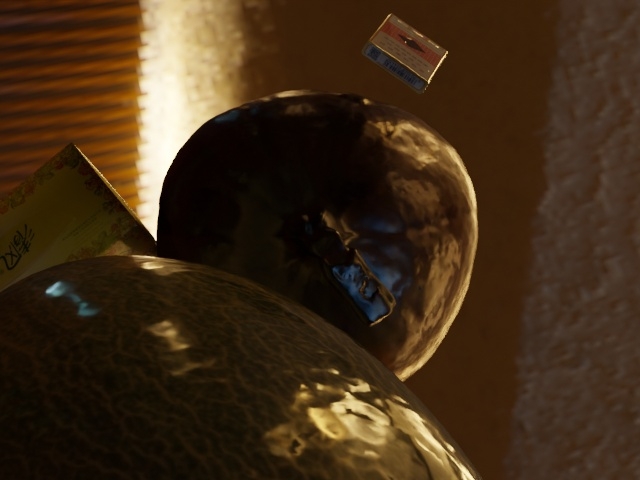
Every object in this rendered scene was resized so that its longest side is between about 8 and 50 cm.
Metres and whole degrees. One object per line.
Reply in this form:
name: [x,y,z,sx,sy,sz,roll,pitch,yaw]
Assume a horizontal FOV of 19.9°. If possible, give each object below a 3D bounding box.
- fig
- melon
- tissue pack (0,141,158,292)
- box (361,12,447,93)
fig: [-0.001,-0.002,1.316,0.235,0.235,0.214,48,-3,29]
melon: [-0.050,0.140,0.688,0.302,0.237,0.237,50,-42,39]
tissue pack: [-0.216,0.022,1.348,0.095,0.176,0.062,49,-3,30]
box: [0.053,-0.118,1.145,0.046,0.083,0.012,34,-68,-1]
